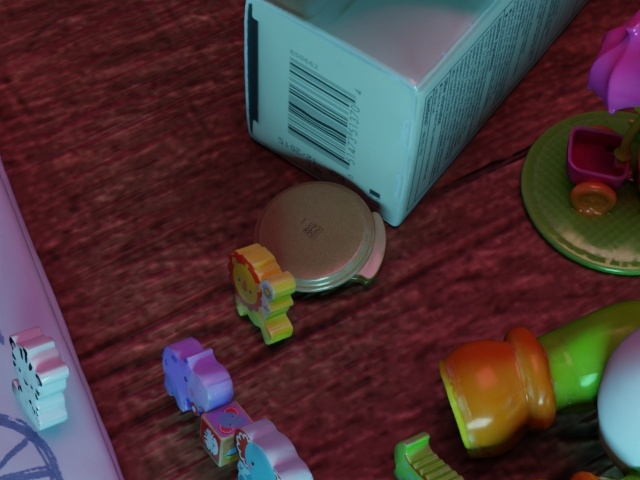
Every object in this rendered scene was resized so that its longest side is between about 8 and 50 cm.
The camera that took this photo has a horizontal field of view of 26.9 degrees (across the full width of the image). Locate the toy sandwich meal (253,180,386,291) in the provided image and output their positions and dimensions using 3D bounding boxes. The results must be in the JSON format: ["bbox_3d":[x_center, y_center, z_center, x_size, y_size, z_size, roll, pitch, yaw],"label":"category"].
[{"bbox_3d":[0.000,0.000,0.839,0.085,0.029,0.086,-4,63,8],"label":"toy sandwich meal"}]

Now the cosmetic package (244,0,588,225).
[{"bbox_3d":[0.088,-0.174,0.880,0.129,0.153,0.296,33,61,18],"label":"cosmetic package"}]

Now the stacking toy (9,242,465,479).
[{"bbox_3d":[-0.044,0.097,0.713,0.167,0.052,0.221,-20,47,-31],"label":"stacking toy"}]

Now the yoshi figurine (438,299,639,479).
[{"bbox_3d":[0.259,0.083,0.735,0.362,0.204,0.203,-20,18,3],"label":"yoshi figurine"}]

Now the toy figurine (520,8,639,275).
[{"bbox_3d":[0.218,-0.071,0.809,0.173,0.159,0.130,9,57,4],"label":"toy figurine"}]

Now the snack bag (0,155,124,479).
[{"bbox_3d":[-0.307,0.104,0.761,0.342,0.037,0.323,-20,59,-14],"label":"snack bag"}]
